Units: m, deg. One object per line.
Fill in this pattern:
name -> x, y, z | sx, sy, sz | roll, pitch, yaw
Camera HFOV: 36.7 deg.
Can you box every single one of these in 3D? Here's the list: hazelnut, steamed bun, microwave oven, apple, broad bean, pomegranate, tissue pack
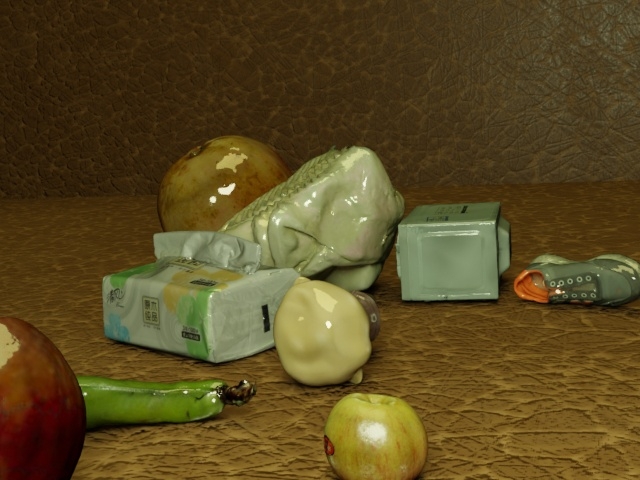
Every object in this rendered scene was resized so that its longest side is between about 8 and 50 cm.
hazelnut -> -0.279, 0.143, 0.723 | 0.202, 0.170, 0.160 | -1, 34, -16
steamed bun -> 0.000, 0.000, 1.464 | 0.280, 0.207, 0.268 | -38, 10, -25
microwave oven -> 0.205, 0.016, 1.462 | 0.162, 0.122, 0.208 | -1, 10, 13
apple -> 0.044, 0.159, 0.773 | 0.084, 0.071, 0.084 | -3, 9, 1
broad bean -> -0.218, 0.151, 0.916 | 0.318, 0.056, 0.098 | -6, -27, -3
pomegranate -> -0.149, -0.049, 1.712 | 0.252, 0.270, 0.229 | -40, 23, -9
tissue pack -> -0.157, 0.061, 1.249 | 0.229, 0.145, 0.159 | 5, 13, 44

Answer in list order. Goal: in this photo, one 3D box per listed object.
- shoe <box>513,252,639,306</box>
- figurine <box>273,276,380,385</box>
shoe -> 0.350, 0.062, 1.315 | 0.077, 0.074, 0.194 | -24, 17, -34
figurine -> 0.016, 0.094, 1.084 | 0.108, 0.114, 0.196 | -1, 6, 16
